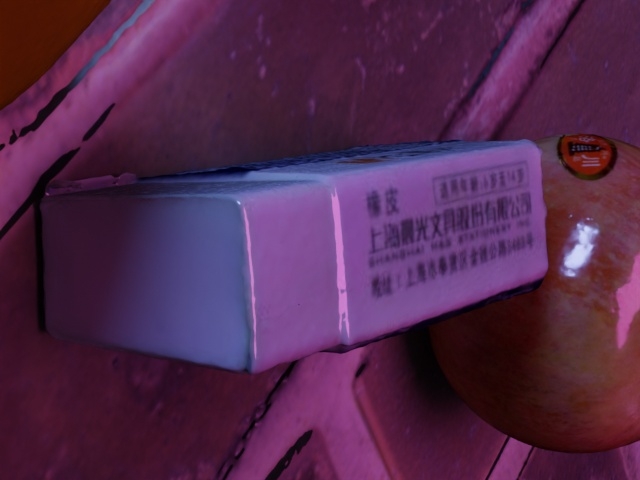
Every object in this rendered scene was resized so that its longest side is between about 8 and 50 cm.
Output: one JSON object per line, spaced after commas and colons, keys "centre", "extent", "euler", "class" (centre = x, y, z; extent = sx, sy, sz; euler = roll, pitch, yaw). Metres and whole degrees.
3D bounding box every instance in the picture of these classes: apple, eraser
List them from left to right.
{"centre": [0.000, 0.000, 0.768], "extent": [0.287, 0.130, 0.086], "euler": [-12, 103, -55], "class": "eraser"}
{"centre": [0.164, 0.030, 0.994], "extent": [0.209, 0.164, 0.209], "euler": [-26, 123, -50], "class": "apple"}

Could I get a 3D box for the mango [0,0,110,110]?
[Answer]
{"centre": [-0.169, -0.096, 0.464], "extent": [0.332, 0.142, 0.195], "euler": [-40, 150, -49], "class": "mango"}
